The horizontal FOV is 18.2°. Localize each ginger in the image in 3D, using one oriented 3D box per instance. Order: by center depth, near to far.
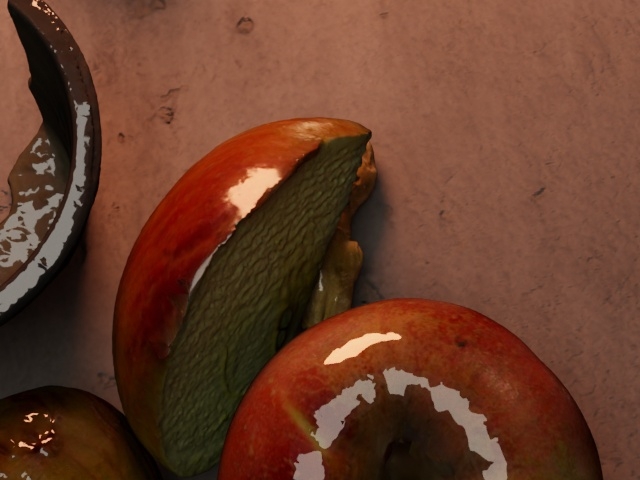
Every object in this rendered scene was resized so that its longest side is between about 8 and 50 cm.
[{"bbox_3d":[-0.012,-0.008,1.889,0.115,0.081,0.205,12,71,-17],"label":"ginger"}]

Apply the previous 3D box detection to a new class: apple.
[{"bbox_3d":[0.074,0.228,1.722,0.348,0.277,0.348,-2,77,8],"label":"apple"},{"bbox_3d":[-0.088,0.036,1.802,0.179,0.254,0.346,19,103,-19],"label":"apple"}]

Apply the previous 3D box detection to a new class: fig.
[{"bbox_3d":[-0.196,0.280,1.793,0.321,0.217,0.217,36,87,19],"label":"fig"}]

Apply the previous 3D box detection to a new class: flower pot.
[{"bbox_3d":[-0.359,-0.049,1.877,0.379,0.251,0.379,-2,78,8],"label":"flower pot"}]
